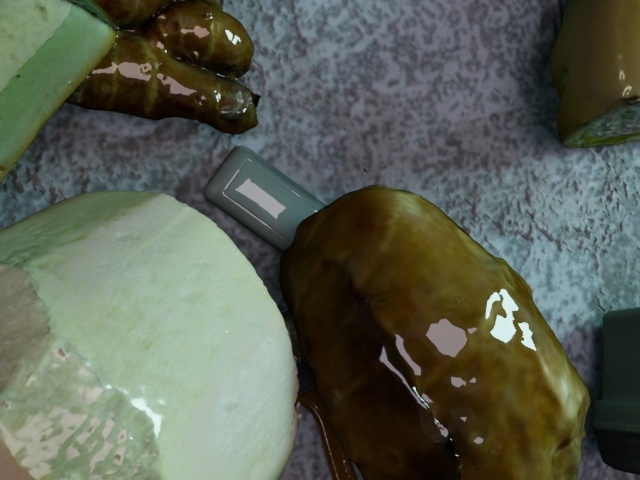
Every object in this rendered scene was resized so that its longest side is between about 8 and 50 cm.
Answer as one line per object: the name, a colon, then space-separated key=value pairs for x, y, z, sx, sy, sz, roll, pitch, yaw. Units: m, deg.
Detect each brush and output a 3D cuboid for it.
brush: x=0.003 y=0.133 z=0.610 sx=0.043 sy=0.014 sz=0.169 roll=-20 pitch=95 yaw=-17

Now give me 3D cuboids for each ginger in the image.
ginger: x=-0.115 y=-0.134 z=0.559 sx=0.162 sy=0.073 sz=0.103 roll=10 pitch=101 yaw=-19
ginger: x=0.085 y=0.116 z=0.543 sx=0.165 sy=0.172 sz=0.321 roll=-28 pitch=104 yaw=-51

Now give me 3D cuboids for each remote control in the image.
remote control: x=0.000 y=0.000 z=0.604 sx=0.184 sy=0.027 sz=0.050 roll=36 pitch=84 yaw=-11

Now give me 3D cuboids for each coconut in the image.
coconut: x=-0.136 y=0.098 z=0.473 sx=0.239 sy=0.244 sz=0.239 roll=8 pitch=113 yaw=19

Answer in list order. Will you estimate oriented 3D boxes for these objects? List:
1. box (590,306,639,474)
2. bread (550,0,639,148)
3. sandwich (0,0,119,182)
box: x=0.326 y=0.117 z=0.622 sx=0.210 sy=0.148 sz=0.129 roll=5 pitch=80 yaw=-15
bread: x=0.282 y=-0.172 z=0.619 sx=0.261 sy=0.158 sz=0.156 roll=-13 pitch=82 yaw=-13
sandwich: x=-0.277 y=-0.136 z=0.467 sx=0.198 sy=0.155 sz=0.227 roll=-47 pitch=68 yaw=9
